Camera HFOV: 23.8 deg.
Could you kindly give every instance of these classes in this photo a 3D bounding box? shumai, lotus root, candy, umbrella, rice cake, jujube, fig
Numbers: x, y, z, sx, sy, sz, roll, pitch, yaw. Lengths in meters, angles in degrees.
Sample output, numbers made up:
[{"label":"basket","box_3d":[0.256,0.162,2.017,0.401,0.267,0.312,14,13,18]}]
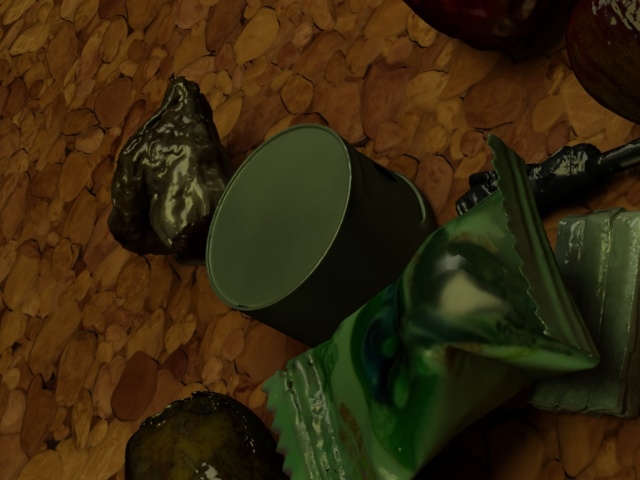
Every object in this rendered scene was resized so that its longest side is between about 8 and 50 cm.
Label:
[{"label":"shumai","box_3d":[-0.153,-0.068,1.947,0.185,0.184,0.218,25,72,17]},{"label":"lotus root","box_3d":[-0.110,0.320,1.608,0.196,0.179,0.397,-45,40,22]},{"label":"candy","box_3d":[0.091,0.124,1.463,0.398,0.172,0.263,-42,35,24]},{"label":"umbrella","box_3d":[0.242,-0.065,1.555,0.248,0.071,0.071,-19,54,41]},{"label":"rice cake","box_3d":[0.267,0.067,1.468,0.124,0.038,0.211,-2,66,47]},{"label":"jujube","box_3d":[0.168,-0.311,1.705,0.174,0.174,0.250,-53,40,9]},{"label":"fig","box_3d":[0.362,-0.164,1.414,0.190,0.191,0.290,-50,50,13]}]

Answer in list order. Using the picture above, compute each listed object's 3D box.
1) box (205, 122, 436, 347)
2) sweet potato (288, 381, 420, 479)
[{"label":"box","box_3d":[0.000,0.000,1.711,0.226,0.149,0.226,-26,50,35]},{"label":"sweet potato","box_3d":[0.018,0.214,1.622,0.075,0.075,0.273,-59,38,2]}]
